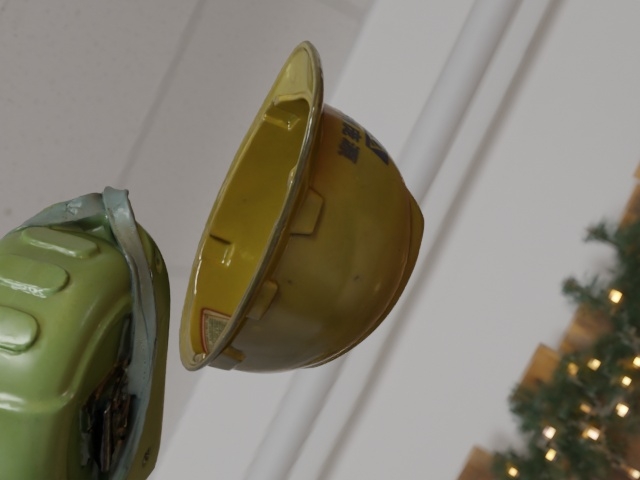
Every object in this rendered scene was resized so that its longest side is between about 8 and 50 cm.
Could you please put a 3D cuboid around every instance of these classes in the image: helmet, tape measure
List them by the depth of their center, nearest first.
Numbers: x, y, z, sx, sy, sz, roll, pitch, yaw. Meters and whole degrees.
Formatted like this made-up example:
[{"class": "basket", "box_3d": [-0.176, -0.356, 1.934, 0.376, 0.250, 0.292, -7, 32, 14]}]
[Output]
[{"class": "tape measure", "box_3d": [-0.137, 0.077, 0.630, 0.175, 0.106, 0.200, -54, -21, -60]}, {"class": "helmet", "box_3d": [0.000, 0.000, 0.872, 0.257, 0.140, 0.205, -60, 20, 25]}]
